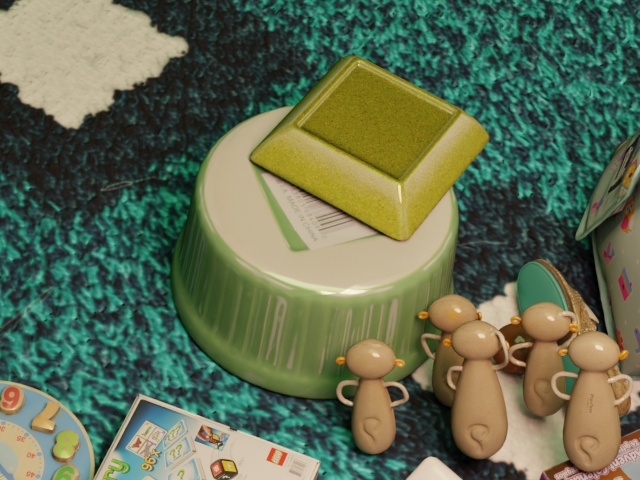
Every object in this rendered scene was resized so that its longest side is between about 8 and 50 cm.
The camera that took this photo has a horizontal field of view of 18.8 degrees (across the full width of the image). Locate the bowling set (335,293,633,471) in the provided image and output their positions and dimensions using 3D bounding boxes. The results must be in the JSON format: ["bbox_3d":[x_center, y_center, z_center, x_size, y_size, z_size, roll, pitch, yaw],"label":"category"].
[{"bbox_3d":[0.166,0.107,1.916,0.287,0.154,0.200,2,32,9],"label":"bowling set"}]

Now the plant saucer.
[{"bbox_3d":[0.056,-0.110,1.974,0.188,0.045,0.188,29,51,15],"label":"plant saucer"}]

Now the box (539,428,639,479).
[{"bbox_3d":[0.385,0.264,1.896,0.293,0.057,0.201,-20,56,-24],"label":"box"}]

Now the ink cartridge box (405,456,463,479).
[{"bbox_3d":[0.148,0.417,1.600,0.279,0.160,0.385,-46,66,-7],"label":"ink cartridge box"}]

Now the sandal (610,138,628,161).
[{"bbox_3d":[0.364,-0.037,2.146,0.090,0.060,0.219,8,53,-2],"label":"sandal"}]

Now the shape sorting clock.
[{"bbox_3d":[-0.319,0.212,1.841,0.206,0.040,0.206,5,50,-5],"label":"shape sorting clock"}]

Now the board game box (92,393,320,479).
[{"bbox_3d":[-0.140,0.298,1.787,0.193,0.053,0.305,20,50,7],"label":"board game box"}]

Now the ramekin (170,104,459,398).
[{"bbox_3d":[0.000,0.000,2.000,0.303,0.148,0.303,4,49,-5],"label":"ramekin"}]

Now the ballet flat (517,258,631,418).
[{"bbox_3d":[0.266,0.109,2.017,0.067,0.073,0.206,12,46,-36],"label":"ballet flat"}]

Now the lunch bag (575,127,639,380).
[{"bbox_3d":[0.368,-0.014,1.983,0.160,0.223,0.262,-6,71,-13],"label":"lunch bag"}]
